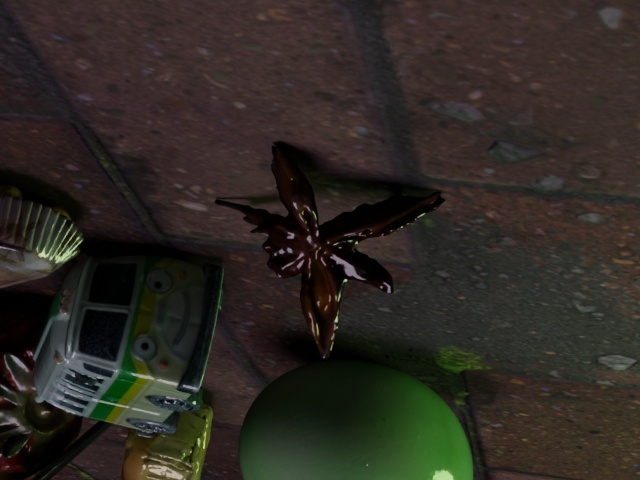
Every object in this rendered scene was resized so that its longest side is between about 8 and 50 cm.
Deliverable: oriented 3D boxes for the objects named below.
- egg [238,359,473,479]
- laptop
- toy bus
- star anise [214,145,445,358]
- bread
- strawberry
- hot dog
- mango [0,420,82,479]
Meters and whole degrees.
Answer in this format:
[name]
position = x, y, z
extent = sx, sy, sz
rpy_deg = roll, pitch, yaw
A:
[egg]
position = 0.039, 0.240, 1.599
extent = 0.269, 0.220, 0.220
rpy_deg = 31, 153, -26
[laptop]
position = -0.290, 0.246, 1.730
extent = 0.015, 0.269, 0.187
rpy_deg = 49, 139, 0
[toy bus]
position = -0.196, 0.103, 1.467
extent = 0.164, 0.134, 0.276
rpy_deg = 14, 160, -11
[star anise]
position = -0.006, -0.008, 1.176
extent = 0.140, 0.158, 0.144
rpy_deg = 26, -170, -13
[bread]
position = -0.205, 0.281, 1.955
extent = 0.106, 0.140, 0.236
rpy_deg = 15, 158, -1
[strawberry]
position = -0.353, 0.157, 1.658
extent = 0.184, 0.187, 0.201
rpy_deg = -15, -154, -24
[hot dog]
position = -0.327, 0.004, 1.355
extent = 0.268, 0.075, 0.144
rpy_deg = -11, 156, 39
[mango]
position = -0.394, 0.242, 1.857
extent = 0.195, 0.142, 0.331
rpy_deg = -25, -175, -12
